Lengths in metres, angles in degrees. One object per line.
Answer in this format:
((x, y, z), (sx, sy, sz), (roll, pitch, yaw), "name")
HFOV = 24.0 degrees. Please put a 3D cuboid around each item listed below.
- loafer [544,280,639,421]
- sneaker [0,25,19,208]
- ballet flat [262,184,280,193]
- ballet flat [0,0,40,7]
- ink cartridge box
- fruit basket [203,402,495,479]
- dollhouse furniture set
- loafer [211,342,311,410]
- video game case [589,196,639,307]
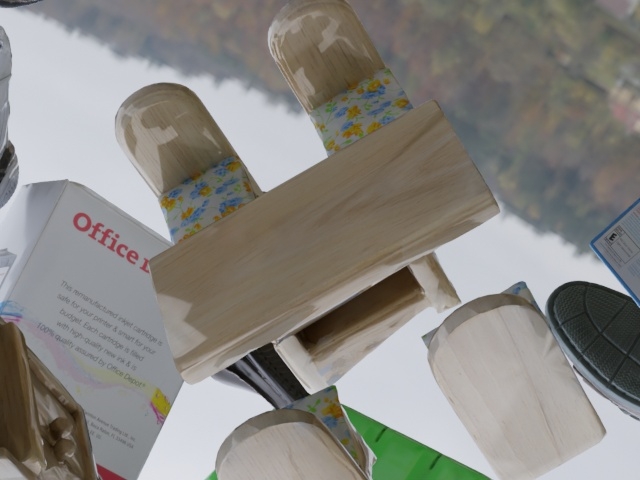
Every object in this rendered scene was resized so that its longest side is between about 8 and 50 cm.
((0.310, 0.140, 1.351), (0.267, 0.096, 0.084), (35, 153, 20), "loafer")
((-0.377, -0.092, 1.394), (0.137, 0.210, 0.366), (4, -156, 4), "sneaker")
((0.000, 0.000, 1.235), (0.250, 0.058, 0.084), (23, 150, 58), "ballet flat")
((-0.170, -0.139, 0.682), (0.074, 0.074, 0.203), (32, -157, 7), "ballet flat")
((-0.265, 0.124, 1.542), (0.226, 0.306, 0.131), (36, 158, -31), "ink cartridge box")
((0.044, 0.397, 1.708), (0.392, 0.392, 0.283), (39, -176, 41), "fruit basket")
((-0.094, 0.019, 0.936), (0.256, 0.394, 0.362), (56, -174, -40), "dollhouse furniture set")
((-0.081, 0.135, 1.697), (0.080, 0.078, 0.220), (-5, -143, -47), "loafer")
((0.261, -0.018, 0.954), (0.015, 0.166, 0.119), (39, -167, -36), "video game case")
